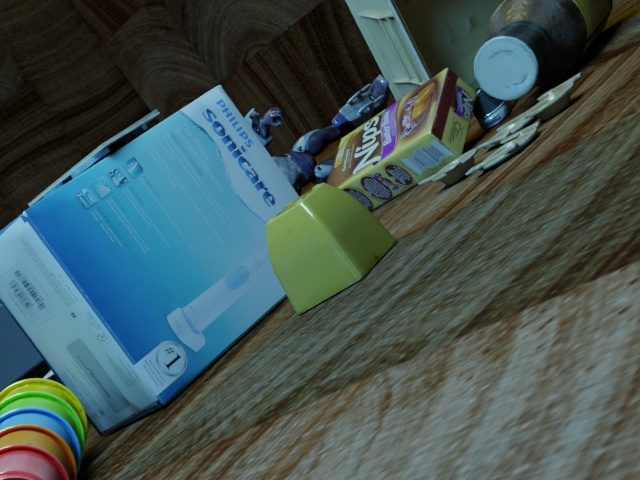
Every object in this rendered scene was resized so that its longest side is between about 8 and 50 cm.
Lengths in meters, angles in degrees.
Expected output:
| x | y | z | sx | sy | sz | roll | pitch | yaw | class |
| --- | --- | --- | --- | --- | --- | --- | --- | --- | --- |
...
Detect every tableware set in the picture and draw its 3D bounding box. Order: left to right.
| x | y | z | sx | sy | sz | roll | pitch | yaw | class |
| --- | --- | --- | --- | --- | --- | --- | --- | --- | --- |
| 0.176 | -0.101 | 1.228 | 0.169 | 0.020 | 0.141 | -40 | 7 | -35 | tableware set |

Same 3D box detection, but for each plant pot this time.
| x | y | z | sx | sy | sz | roll | pitch | yaw | class |
| --- | --- | --- | --- | --- | --- | --- | --- | --- | --- |
| 0.000 | 0.000 | 1.122 | 0.081 | 0.083 | 0.081 | -32 | 8 | 35 | plant pot |

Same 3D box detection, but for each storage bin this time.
| x | y | z | sx | sy | sz | roll | pitch | yaw | class |
| --- | --- | --- | --- | --- | --- | --- | --- | --- | --- |
| 0.199 | -0.334 | 1.851 | 0.262 | 0.260 | 0.123 | -38 | 23 | -20 | storage bin |

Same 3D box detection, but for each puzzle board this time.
| x | y | z | sx | sy | sz | roll | pitch | yaw | class |
| --- | --- | --- | --- | --- | --- | --- | --- | --- | --- |
| -0.221 | -0.078 | 1.259 | 0.128 | 0.011 | 0.096 | -32 | 7 | 37 | puzzle board |

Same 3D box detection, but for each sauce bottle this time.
| x | y | z | sx | sy | sz | roll | pitch | yaw | class |
| --- | --- | --- | --- | --- | --- | --- | --- | --- | --- |
| 0.252 | -0.240 | 1.459 | 0.111 | 0.111 | 0.344 | -33 | 5 | 29 | sauce bottle |

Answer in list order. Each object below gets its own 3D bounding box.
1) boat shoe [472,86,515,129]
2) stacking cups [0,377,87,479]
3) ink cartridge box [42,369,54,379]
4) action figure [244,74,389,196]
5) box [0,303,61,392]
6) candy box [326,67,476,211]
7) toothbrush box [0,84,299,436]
| x | y | z | sx | sy | sz | roll | pitch | yaw | class |
| --- | --- | --- | --- | --- | --- | --- | --- | --- | --- |
| 0.198 | -0.163 | 1.504 | 0.049 | 0.040 | 0.142 | -35 | 6 | 14 | boat shoe |
| -0.241 | 0.176 | 1.031 | 0.096 | 0.096 | 0.316 | -36 | 5 | -5 | stacking cups |
| -0.229 | 0.126 | 1.521 | 0.115 | 0.067 | 0.198 | -33 | 5 | 30 | ink cartridge box |
| -0.012 | -0.102 | 1.640 | 0.285 | 0.185 | 0.099 | -31 | -11 | -32 | action figure |
| -0.400 | 0.181 | 1.595 | 0.261 | 0.103 | 0.184 | -39 | -22 | -27 | box |
| 0.087 | -0.105 | 1.457 | 0.187 | 0.053 | 0.109 | -33 | 29 | 43 | candy box |
| -0.155 | 0.013 | 1.267 | 0.126 | 0.216 | 0.295 | -29 | 9 | 46 | toothbrush box |
